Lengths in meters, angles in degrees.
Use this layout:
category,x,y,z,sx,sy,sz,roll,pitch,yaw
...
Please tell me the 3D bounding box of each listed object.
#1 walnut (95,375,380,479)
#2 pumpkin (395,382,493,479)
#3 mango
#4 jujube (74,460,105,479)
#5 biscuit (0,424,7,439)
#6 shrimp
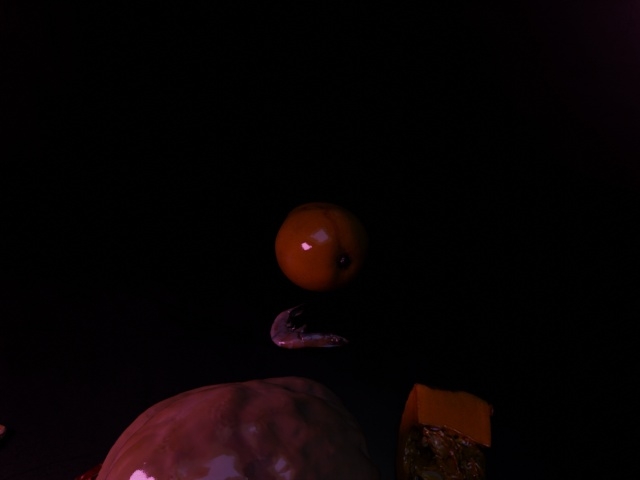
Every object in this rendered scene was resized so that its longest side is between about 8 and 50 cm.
category,x,y,z,sx,sy,sz,roll,pitch,yaw
walnut,-0.105,0.349,0.579,0.382,0.380,0.381,1,33,-1
pumpkin,0.209,0.329,0.704,0.140,0.280,0.189,15,70,5
mango,0.000,0.000,1.257,0.264,0.221,0.378,-6,25,-7
jujube,-0.351,0.419,0.685,0.176,0.109,0.112,-26,8,-32
biscuit,-0.719,0.376,0.806,0.237,0.026,0.131,8,32,10
shrimp,-0.023,0.211,1.096,0.195,0.035,0.147,2,30,3
